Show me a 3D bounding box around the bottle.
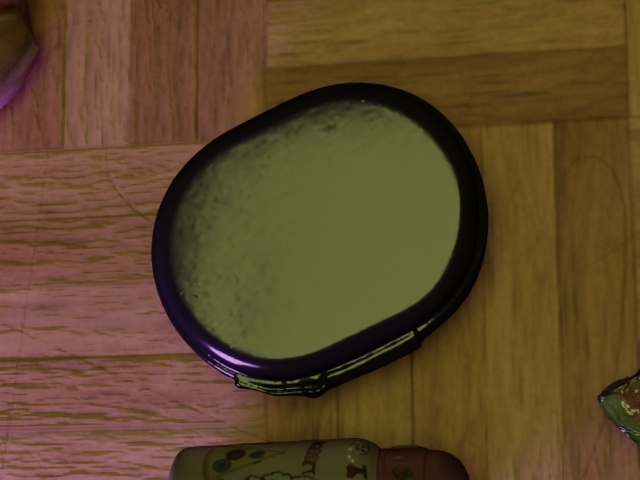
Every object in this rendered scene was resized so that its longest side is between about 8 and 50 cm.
[{"bbox_3d":[0.003,0.227,1.433,0.253,0.120,0.120,-5,79,12],"label":"bottle"}]

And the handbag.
[{"bbox_3d":[0.000,0.000,1.488,0.308,0.093,0.254,-26,77,6],"label":"handbag"}]

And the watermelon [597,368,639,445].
[{"bbox_3d":[0.336,0.138,1.409,0.187,0.071,0.139,22,79,23],"label":"watermelon"}]

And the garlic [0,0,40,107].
[{"bbox_3d":[-0.384,-0.209,1.601,0.228,0.110,0.217,-10,82,10],"label":"garlic"}]
